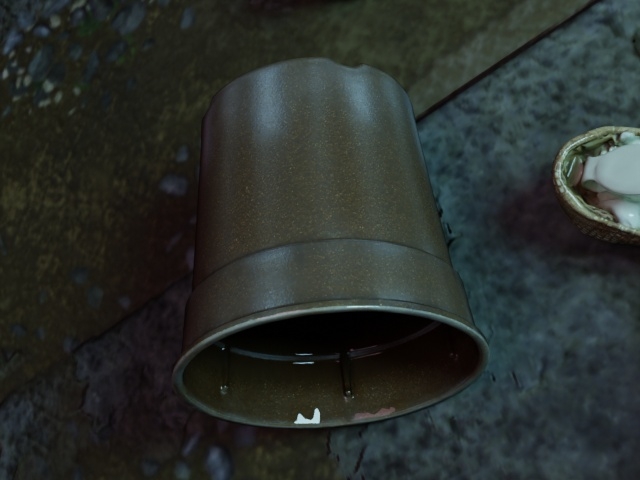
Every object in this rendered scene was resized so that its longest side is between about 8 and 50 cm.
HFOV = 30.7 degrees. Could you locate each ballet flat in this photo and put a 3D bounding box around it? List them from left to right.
[{"bbox_3d":[0.202,-0.019,0.555,0.206,0.067,0.073,5,79,36],"label":"ballet flat"}]

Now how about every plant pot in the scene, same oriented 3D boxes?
[{"bbox_3d":[0.000,0.000,0.648,0.167,0.167,0.165,-23,57,29],"label":"plant pot"}]
